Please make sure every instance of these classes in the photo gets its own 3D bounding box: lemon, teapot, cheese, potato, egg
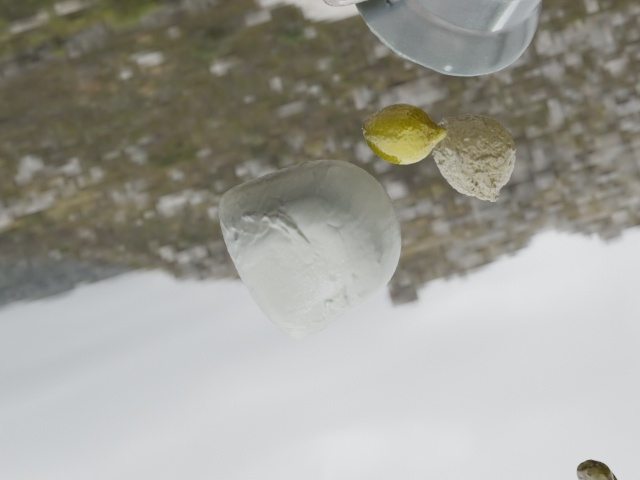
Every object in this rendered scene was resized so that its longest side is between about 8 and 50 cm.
[{"bbox_3d":[0.088,-0.113,1.647,0.092,0.065,0.065,4,-173,13],"label":"lemon"},{"bbox_3d":[0.149,-0.304,1.344,0.300,0.253,0.344,-17,161,-25],"label":"teapot"},{"bbox_3d":[0.000,0.000,1.785,0.189,0.198,0.154,-20,-159,29],"label":"cheese"},{"bbox_3d":[0.327,0.288,1.815,0.045,0.092,0.046,-24,-136,6],"label":"potato"},{"bbox_3d":[0.215,-0.118,2.178,0.116,0.118,0.140,-7,150,44],"label":"egg"}]
